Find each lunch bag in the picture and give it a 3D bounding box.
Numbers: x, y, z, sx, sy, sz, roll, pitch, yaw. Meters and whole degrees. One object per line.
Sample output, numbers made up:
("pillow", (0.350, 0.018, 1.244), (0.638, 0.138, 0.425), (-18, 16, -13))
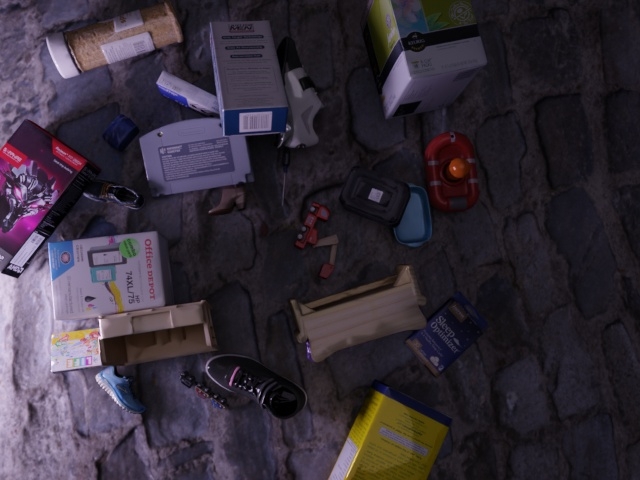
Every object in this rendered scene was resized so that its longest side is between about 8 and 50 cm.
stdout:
("lunch bag", (-0.559, -0.306, 1.727), (0.065, 0.067, 0.098), (38, 80, -1))

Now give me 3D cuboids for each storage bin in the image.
("storage bin", (0.155, -0.123, 1.746), (0.180, 0.084, 0.122), (22, 86, 12))
("storage bin", (-0.406, 0.240, 1.581), (0.262, 0.260, 0.123), (-8, 80, -6))

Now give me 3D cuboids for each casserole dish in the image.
("casserole dish", (0.260, -0.072, 1.798), (0.114, 0.037, 0.188), (-6, 84, -7))

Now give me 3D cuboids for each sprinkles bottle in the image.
("sprinkles bottle", (-0.571, -0.565, 1.732), (0.355, 0.121, 0.121), (-20, 85, -8))

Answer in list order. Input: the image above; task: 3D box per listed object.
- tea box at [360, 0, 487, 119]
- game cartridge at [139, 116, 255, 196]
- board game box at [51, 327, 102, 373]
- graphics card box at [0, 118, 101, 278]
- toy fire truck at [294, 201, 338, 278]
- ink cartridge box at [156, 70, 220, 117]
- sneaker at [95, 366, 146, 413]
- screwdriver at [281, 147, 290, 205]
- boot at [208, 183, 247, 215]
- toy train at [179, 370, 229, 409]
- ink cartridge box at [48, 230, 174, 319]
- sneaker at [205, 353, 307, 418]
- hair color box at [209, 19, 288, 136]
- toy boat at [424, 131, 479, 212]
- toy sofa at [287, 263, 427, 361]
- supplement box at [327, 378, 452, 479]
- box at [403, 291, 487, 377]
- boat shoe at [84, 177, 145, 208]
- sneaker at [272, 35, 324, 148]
("tea box", (0.270, -0.554, 1.710), (0.220, 0.329, 0.324), (-14, 85, -7))
("game cartridge", (-0.341, -0.238, 1.707), (0.294, 0.060, 0.196), (-8, 104, 2))
("board game box", (-0.637, 0.293, 1.651), (0.154, 0.026, 0.103), (-7, 66, -7))
("graphics card box", (-0.798, -0.114, 1.650), (0.232, 0.094, 0.371), (34, 82, 10))
("toy fire truck", (0.000, 0.000, 1.757), (0.135, 0.047, 0.192), (25, 80, -3))
("ink cartridge box", (-0.355, -0.399, 1.745), (0.207, 0.097, 0.046), (26, 81, -2))
("sneaker", (-0.522, 0.397, 1.648), (0.162, 0.063, 0.073), (45, 78, 1))
("screwdriver", (-0.100, -0.182, 1.783), (0.025, 0.024, 0.170), (-2, 84, 23))
("boot", (-0.265, -0.123, 1.752), (0.118, 0.042, 0.087), (-10, 78, -8))
("toy train", (-0.319, 0.413, 1.683), (0.158, 0.027, 0.036), (35, 84, 0))
("ink cartridge box", (-0.535, 0.094, 1.614), (0.270, 0.197, 0.198), (-7, 84, -7))
("sneaker", (-0.170, 0.383, 1.642), (0.295, 0.147, 0.105), (24, 83, -1))
("hair color box", (-0.201, -0.449, 1.689), (0.173, 0.105, 0.347), (-5, 58, -12))
("toy boat", (0.385, -0.201, 1.768), (0.151, 0.151, 0.231), (-5, 84, -7))
("toy sofa", (0.099, 0.195, 1.692), (0.362, 0.150, 0.177), (-17, 90, -8))
("supplement box", (0.168, 0.577, 1.628), (0.195, 0.194, 0.357), (27, 82, -2))
("box", (0.365, 0.265, 1.768), (0.225, 0.036, 0.136), (-41, 89, -10))
("boat shoe", (-0.577, -0.136, 1.696), (0.183, 0.083, 0.065), (14, 82, -4))
("sneaker", (-0.064, -0.420, 1.780), (0.146, 0.122, 0.331), (1, 81, -24))
